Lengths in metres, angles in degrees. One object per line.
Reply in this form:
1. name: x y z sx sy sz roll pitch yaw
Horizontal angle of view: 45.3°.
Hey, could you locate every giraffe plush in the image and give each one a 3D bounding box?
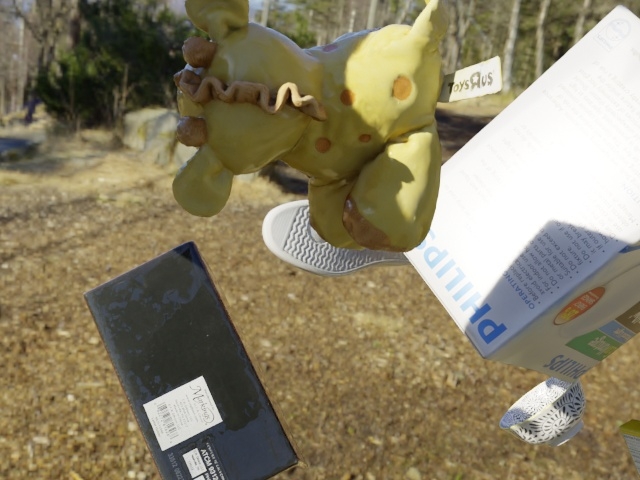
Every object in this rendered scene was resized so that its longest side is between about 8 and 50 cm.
1. giraffe plush: -0.015 -0.080 0.494 0.171 0.181 0.210 -1 -15 -23

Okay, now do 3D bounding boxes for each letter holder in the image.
1. letter holder: -0.151 0.188 0.998 0.152 0.301 0.214 -27 -17 -5

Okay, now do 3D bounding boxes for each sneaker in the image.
1. sneaker: 0.000 0.001 1.011 0.256 0.094 0.151 6 -3 -40

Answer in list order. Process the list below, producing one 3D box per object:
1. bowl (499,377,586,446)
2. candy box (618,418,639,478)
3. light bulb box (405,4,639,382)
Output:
1. bowl: 0.406 0.308 1.345 0.080 0.170 0.170 52 27 6
2. candy box: 0.374 0.232 0.713 0.027 0.105 0.206 -23 5 -19
3. light bulb box: 0.338 -0.024 0.958 0.358 0.361 0.225 22 29 -54
